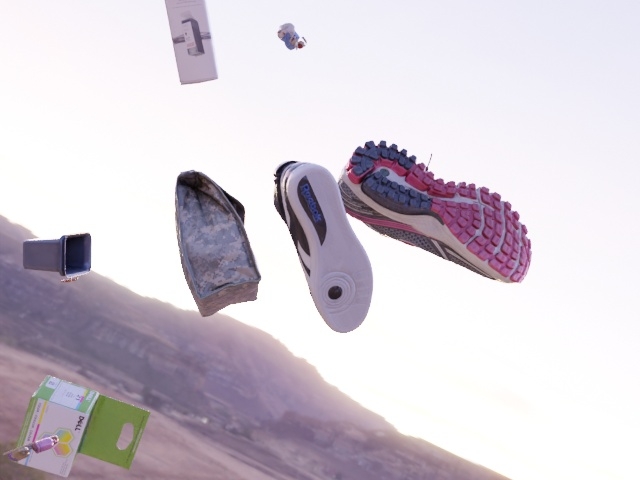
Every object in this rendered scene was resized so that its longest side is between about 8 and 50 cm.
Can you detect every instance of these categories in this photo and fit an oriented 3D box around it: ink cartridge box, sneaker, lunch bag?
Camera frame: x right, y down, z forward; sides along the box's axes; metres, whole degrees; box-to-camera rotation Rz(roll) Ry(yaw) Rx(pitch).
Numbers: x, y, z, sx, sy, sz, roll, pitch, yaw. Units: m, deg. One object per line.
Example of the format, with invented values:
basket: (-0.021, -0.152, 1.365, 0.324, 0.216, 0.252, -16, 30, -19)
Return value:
ink cartridge box: (-0.549, 0.449, 1.597, 0.255, 0.189, 0.097, 21, 18, -7)
sneaker: (0.000, 0.000, 0.860, 0.121, 0.079, 0.217, -143, -143, -67)
sneaker: (0.163, -0.031, 0.977, 0.299, 0.121, 0.112, 31, -34, -1)
lunch bag: (-0.238, 0.000, 1.527, 0.235, 0.169, 0.287, 114, -43, -72)
ink cartridge box: (-0.289, -0.466, 1.558, 0.092, 0.218, 0.158, -8, 15, -5)

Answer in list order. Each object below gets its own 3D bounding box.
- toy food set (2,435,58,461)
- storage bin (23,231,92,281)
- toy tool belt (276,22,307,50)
toy food set: (-0.475, 0.347, 1.155, 0.122, 0.078, 0.019, 81, -11, -81)
storage bin: (-0.516, 0.032, 1.353, 0.091, 0.098, 0.135, 1, 3, 3)
toy tool belt: (-0.075, -0.499, 1.729, 0.052, 0.051, 0.083, -11, -41, 40)
